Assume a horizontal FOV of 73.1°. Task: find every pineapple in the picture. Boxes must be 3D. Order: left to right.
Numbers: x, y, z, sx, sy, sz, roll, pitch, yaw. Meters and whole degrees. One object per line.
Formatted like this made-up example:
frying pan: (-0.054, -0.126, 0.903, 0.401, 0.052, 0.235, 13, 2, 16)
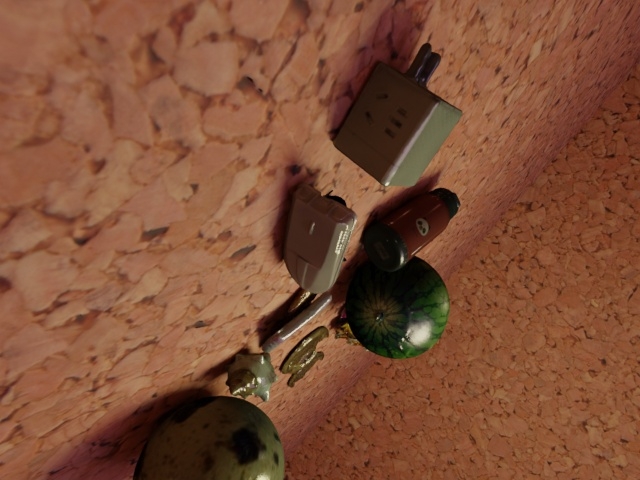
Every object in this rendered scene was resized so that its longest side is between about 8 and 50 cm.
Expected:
pineapple: (0.176, 0.354, 1.694, 0.334, 0.158, 0.161, -29, 167, -49)

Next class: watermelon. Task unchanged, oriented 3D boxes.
watermelon: (0.242, 0.209, 1.376, 0.363, 0.363, 0.363, -38, 155, -21)

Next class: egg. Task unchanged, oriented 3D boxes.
egg: (-0.256, 0.561, 1.064, 0.345, 0.345, 0.428, -50, 166, 9)

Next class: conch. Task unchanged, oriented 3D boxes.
conch: (-0.168, 0.360, 1.153, 0.114, 0.137, 0.233, -40, 156, 28)

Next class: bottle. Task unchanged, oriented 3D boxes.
bottle: (0.283, -0.047, 1.262, 0.336, 0.144, 0.144, -32, 153, -32)

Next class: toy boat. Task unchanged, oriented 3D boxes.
toy boat: (-0.003, 0.000, 0.876, 0.140, 0.141, 0.270, -36, 157, -23)

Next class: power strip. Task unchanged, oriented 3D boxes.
power strip: (0.151, -0.222, 0.759, 0.139, 0.140, 0.224, -8, 136, -54)

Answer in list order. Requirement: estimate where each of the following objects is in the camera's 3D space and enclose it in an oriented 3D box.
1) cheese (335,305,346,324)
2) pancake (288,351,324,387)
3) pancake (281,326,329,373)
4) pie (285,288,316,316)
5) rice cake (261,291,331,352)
cheese: (0.101, 0.265, 1.591, 0.095, 0.038, 0.145, -19, 151, -46)
pancake: (-0.059, 0.527, 1.761, 0.191, 0.020, 0.184, -52, 158, 12)
pancake: (-0.055, 0.401, 1.555, 0.211, 0.029, 0.235, -20, 143, -45)
pie: (-0.032, 0.139, 1.166, 0.170, 0.034, 0.092, -51, 154, -3)
rice cake: (-0.066, 0.229, 1.195, 0.198, 0.037, 0.189, -35, 172, -29)
